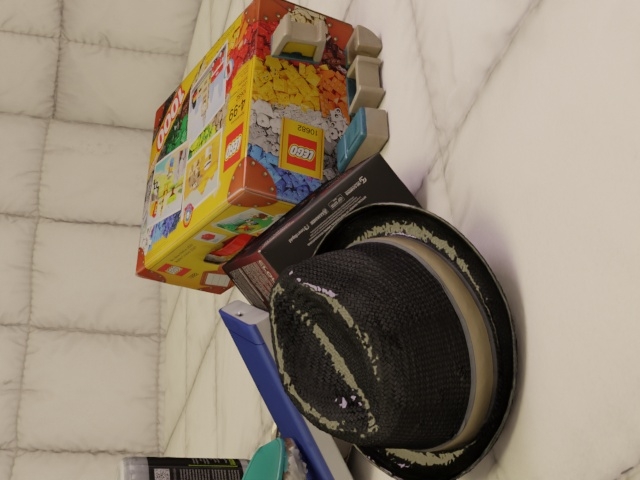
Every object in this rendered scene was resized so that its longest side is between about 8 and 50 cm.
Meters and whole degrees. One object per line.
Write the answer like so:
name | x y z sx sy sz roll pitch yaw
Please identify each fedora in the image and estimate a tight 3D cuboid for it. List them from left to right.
fedora | 0.049 0.114 1.062 0.334 0.152 0.334 0 90 45

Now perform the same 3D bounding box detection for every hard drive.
hard drive | -0.047 0.247 1.456 0.319 0.040 0.210 64 165 -10

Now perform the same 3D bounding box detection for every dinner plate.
dinner plate | 0.034 0.290 1.519 0.141 0.017 0.141 -175 90 -75

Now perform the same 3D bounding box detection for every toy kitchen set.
toy kitchen set | 0.003 -0.227 1.524 0.122 0.166 0.207 123 149 -59

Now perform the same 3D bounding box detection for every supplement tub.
supplement tub | -0.224 0.504 1.810 0.193 0.316 0.194 -176 90 -75

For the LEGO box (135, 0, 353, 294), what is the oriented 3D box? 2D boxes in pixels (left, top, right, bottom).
LEGO box | -0.149 -0.152 1.776 0.500 0.193 0.372 -32 50 55

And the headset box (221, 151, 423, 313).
headset box | 0.000 0.000 1.357 0.110 0.218 0.293 51 164 -6

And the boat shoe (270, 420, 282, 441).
boat shoe | -0.033 0.276 1.723 0.065 0.075 0.206 15 95 31

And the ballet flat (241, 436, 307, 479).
ballet flat | -0.085 0.490 1.375 0.147 0.147 0.409 126 165 -61
